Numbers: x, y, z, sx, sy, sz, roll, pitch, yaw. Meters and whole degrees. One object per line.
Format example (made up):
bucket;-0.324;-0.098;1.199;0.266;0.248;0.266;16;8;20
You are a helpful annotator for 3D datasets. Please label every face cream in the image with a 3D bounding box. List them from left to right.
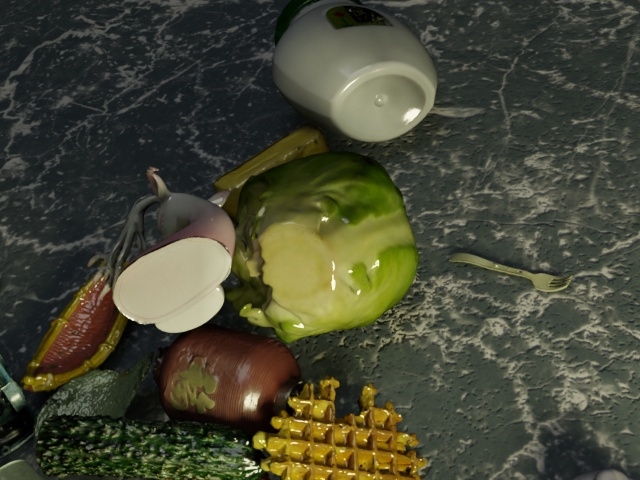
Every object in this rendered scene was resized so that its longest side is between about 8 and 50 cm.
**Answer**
face cream;0.058;-0.345;2.003;0.312;0.219;0.357;-9;35;-18

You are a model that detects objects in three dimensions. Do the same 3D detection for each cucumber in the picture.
cucumber;-0.235;0.298;1.447;0.359;0.096;0.096;-3;45;20

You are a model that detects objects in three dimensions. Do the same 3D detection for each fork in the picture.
fork;0.312;0.053;1.683;0.219;0.028;0.034;11;57;31

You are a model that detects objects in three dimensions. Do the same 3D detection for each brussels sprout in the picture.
brussels sprout;0.000;0.000;1.612;0.315;0.276;0.371;-1;16;-3

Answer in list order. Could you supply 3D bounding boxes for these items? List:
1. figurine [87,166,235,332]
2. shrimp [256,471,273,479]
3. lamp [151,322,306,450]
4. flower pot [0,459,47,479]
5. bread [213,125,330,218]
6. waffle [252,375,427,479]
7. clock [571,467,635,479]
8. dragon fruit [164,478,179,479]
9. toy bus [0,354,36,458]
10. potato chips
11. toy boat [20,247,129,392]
figurine;-0.249;0.027;1.602;0.206;0.284;0.315;23;24;-12
shrimp;-0.085;0.378;1.428;0.073;0.075;0.190;-40;47;21
lamp;-0.134;0.225;1.528;0.258;0.180;0.180;13;50;27
flower pot;-0.474;0.431;1.453;0.108;0.103;0.229;24;55;32
bread;-0.090;-0.127;1.928;0.245;0.094;0.102;-34;37;-20
waffle;0.036;0.303;1.403;0.229;0.051;0.231;-31;77;-41
clock;0.374;0.383;1.242;0.189;0.189;0.254;-8;29;8
dragon fruit;-0.196;0.365;1.475;0.083;0.060;0.056;25;53;32
toy bus;-0.574;0.197;1.566;0.152;0.312;0.190;-34;46;-19
potato chips;-0.342;0.262;1.580;0.228;0.059;0.167;-25;49;11
toy boat;-0.403;0.151;1.727;0.141;0.099;0.318;9;46;19
